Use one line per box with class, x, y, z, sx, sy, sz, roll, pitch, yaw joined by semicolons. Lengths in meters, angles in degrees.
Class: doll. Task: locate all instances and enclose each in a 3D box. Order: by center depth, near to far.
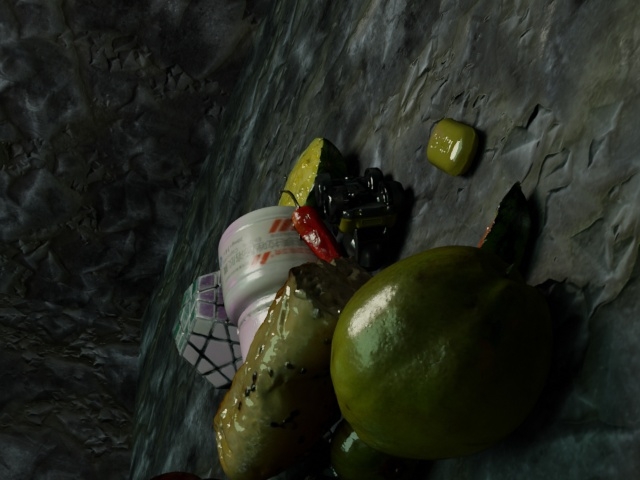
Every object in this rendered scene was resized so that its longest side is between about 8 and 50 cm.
doll;-0.024;0.438;1.349;0.246;0.158;0.340;-45;7;-6

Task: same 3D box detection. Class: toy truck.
toy truck;0.074;-0.046;1.496;0.224;0.147;0.165;-124;29;-67

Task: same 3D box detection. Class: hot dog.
hot dog;-0.027;0.229;1.262;0.365;0.196;0.367;-56;-18;15

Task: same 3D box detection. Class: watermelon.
watermelon;0.242;0.032;1.110;0.119;0.063;0.245;-74;4;-58
watermelon;-0.010;-0.122;1.750;0.232;0.127;0.204;-46;29;47

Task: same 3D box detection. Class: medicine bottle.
medicine bottle;-0.076;0.118;1.590;0.256;0.256;0.325;-54;37;45

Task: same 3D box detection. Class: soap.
soap;0.222;-0.161;1.291;0.089;0.045;0.140;-68;22;12

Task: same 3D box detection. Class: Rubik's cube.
Rubik's cube;-0.201;0.210;1.841;0.319;0.319;0.264;-42;65;57

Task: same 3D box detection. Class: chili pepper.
chili pepper;0.000;0.000;1.515;0.268;0.059;0.050;57;153;13

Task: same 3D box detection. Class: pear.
pear;0.150;0.151;0.993;0.321;0.269;0.269;-50;30;22

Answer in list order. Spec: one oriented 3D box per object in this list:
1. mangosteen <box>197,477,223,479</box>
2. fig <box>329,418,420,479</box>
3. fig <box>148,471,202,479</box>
mangosteen;-0.302;0.670;1.787;0.231;0.289;0.231;-35;42;39
fig;0.072;0.311;1.246;0.259;0.151;0.151;-140;65;-72
fig;-0.400;0.747;2.102;0.214;0.235;0.235;-44;-4;-40
